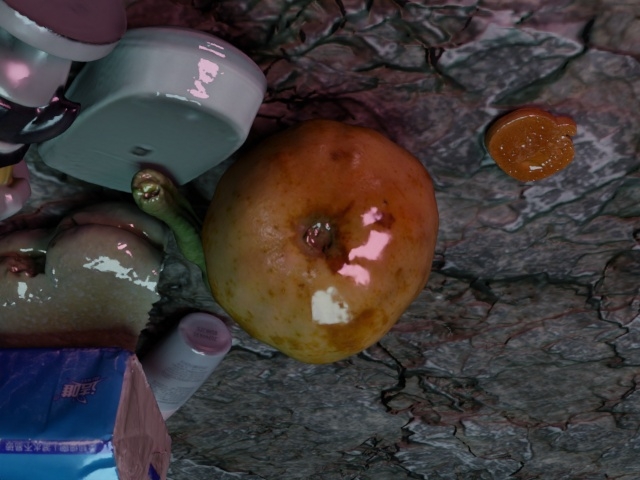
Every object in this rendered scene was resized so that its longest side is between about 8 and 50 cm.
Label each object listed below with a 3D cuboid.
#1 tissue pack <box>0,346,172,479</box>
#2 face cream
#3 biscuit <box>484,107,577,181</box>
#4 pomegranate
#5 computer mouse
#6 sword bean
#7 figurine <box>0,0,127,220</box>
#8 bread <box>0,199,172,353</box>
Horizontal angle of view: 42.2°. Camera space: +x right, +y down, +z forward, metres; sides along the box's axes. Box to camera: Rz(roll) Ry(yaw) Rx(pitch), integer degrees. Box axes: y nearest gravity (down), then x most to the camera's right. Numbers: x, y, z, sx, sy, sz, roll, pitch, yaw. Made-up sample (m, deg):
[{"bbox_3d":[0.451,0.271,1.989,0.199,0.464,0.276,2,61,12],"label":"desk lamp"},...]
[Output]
[{"bbox_3d":[-0.298,0.203,0.811,0.270,0.137,0.209,0,142,2],"label":"tissue pack"},{"bbox_3d":[-0.178,0.157,0.991,0.084,0.057,0.198,20,138,-26],"label":"face cream"},{"bbox_3d":[0.194,-0.089,0.750,0.078,0.015,0.091,-28,136,24],"label":"biscuit"},{"bbox_3d":[0.002,0.001,0.693,0.207,0.207,0.207,-3,141,-2],"label":"pomegranate"},{"bbox_3d":[-0.134,-0.102,0.660,0.128,0.079,0.231,22,151,-34],"label":"computer mouse"},{"bbox_3d":[-0.118,0.003,0.781,0.038,0.043,0.269,4,157,12],"label":"sword bean"},{"bbox_3d":[-0.261,-0.110,0.586,0.176,0.133,0.236,42,120,-8],"label":"figurine"},{"bbox_3d":[-0.266,0.080,0.849,0.183,0.102,0.337,10,139,-17],"label":"bread"}]
